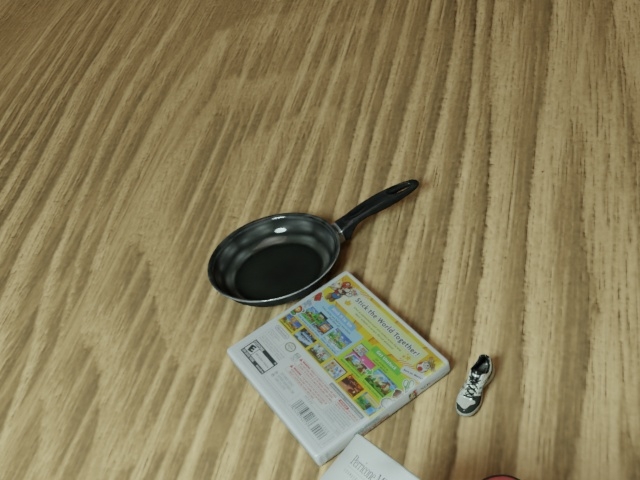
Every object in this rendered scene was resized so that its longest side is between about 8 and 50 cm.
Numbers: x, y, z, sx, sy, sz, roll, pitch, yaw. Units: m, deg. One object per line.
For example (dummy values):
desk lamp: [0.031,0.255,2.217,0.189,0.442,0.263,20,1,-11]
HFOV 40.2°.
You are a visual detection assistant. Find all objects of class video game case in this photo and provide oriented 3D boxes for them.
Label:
video game case: [0.018,0.156,1.137,0.206,0.026,0.227,-33,44,-16]

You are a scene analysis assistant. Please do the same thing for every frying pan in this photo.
frying pan: [-0.023,-0.007,1.297,0.197,0.053,0.326,22,50,39]

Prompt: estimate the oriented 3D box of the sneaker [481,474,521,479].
sneaker: [0.128,0.342,0.807,0.116,0.136,0.314,35,59,15]

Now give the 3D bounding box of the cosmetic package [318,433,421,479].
cosmetic package: [0.032,0.327,0.657,0.284,0.097,0.377,-51,16,-9]

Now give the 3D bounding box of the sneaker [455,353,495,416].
sneaker: [0.185,0.173,1.057,0.032,0.037,0.083,13,52,26]
